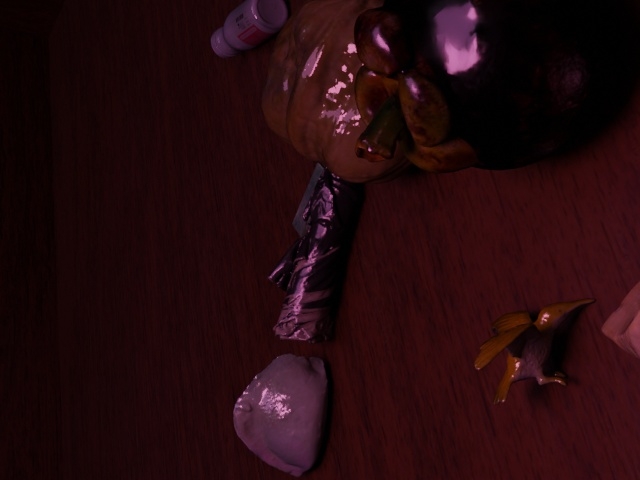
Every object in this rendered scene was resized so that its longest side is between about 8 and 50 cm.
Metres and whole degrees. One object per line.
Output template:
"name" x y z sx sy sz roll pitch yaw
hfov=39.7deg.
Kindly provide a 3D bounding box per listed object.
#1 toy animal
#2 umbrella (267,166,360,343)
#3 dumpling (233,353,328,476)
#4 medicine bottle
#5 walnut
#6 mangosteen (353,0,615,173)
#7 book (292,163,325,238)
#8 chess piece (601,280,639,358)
"toy animal" 0.265 0.129 1.063 0.219 0.155 0.095 -19 -91 -81
"umbrella" 0.001 0.000 1.493 0.106 0.113 0.357 15 91 31
"dumpling" -0.062 0.296 1.495 0.105 0.149 0.216 -27 -59 -80
"medicine bottle" -0.155 -0.448 1.861 0.217 0.091 0.090 -14 71 57
"walnut" 0.054 -0.234 1.312 0.276 0.282 0.253 -62 -4 21
"mangosteen" 0.182 -0.230 1.051 0.297 0.314 0.296 -172 90 -70
"book" -0.006 -0.060 1.596 0.103 0.017 0.135 55 128 49
"chess piece" 0.342 0.075 0.817 0.301 0.137 0.137 -80 0 -87
